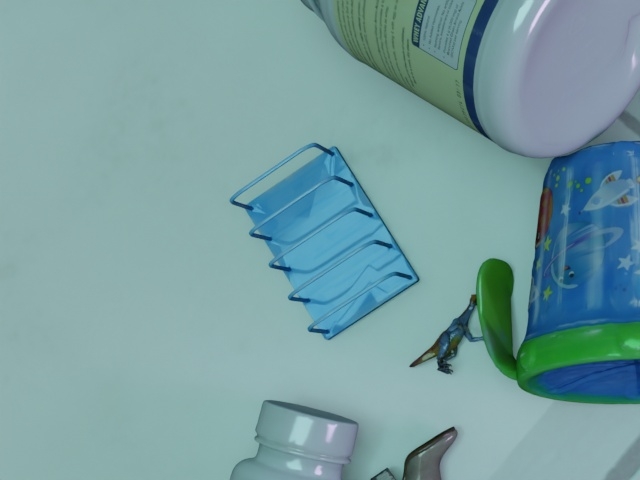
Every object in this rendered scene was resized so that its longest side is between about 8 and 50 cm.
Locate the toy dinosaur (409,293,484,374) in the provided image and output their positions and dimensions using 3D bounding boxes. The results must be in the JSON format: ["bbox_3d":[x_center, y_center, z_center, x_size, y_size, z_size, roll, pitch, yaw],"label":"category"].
[{"bbox_3d":[0.136,0.093,2.001,0.090,0.047,0.082,6,69,25],"label":"toy dinosaur"}]

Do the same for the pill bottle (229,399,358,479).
[{"bbox_3d":[-0.036,0.285,1.981,0.131,0.131,0.229,14,89,15],"label":"pill bottle"}]

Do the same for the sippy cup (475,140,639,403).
[{"bbox_3d":[0.303,0.029,1.879,0.305,0.240,0.224,-1,75,5],"label":"sippy cup"}]

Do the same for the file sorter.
[{"bbox_3d":[0.000,0.000,2.007,0.118,0.104,0.170,-34,79,10],"label":"file sorter"}]

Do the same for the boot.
[{"bbox_3d":[0.111,0.258,1.997,0.118,0.042,0.087,-34,85,10],"label":"boot"}]

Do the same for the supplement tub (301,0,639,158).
[{"bbox_3d":[0.145,-0.245,1.882,0.325,0.235,0.235,35,95,37],"label":"supplement tub"}]
